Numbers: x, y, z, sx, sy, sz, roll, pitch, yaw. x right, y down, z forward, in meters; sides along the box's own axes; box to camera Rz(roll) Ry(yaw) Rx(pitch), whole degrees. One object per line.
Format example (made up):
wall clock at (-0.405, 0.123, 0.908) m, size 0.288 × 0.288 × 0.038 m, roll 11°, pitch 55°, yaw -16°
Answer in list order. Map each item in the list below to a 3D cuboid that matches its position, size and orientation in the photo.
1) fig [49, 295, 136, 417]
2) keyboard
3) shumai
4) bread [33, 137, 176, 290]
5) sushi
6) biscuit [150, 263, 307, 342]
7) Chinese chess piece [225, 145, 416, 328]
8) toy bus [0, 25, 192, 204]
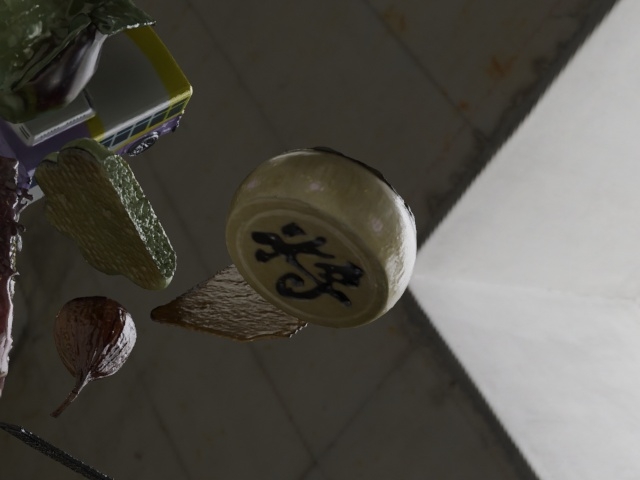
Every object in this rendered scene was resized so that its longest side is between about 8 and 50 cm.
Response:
fig at (-0.383, 0.190, 1.779) m, size 0.133 × 0.146 × 0.201 m, roll -12°, pitch -144°, yaw 19°
keyboard at (-0.442, 0.377, 1.886) m, size 0.087 × 0.250 × 0.017 m, roll -2°, pitch -124°, yaw 48°
shumai at (-0.422, -0.339, 1.474) m, size 0.395 × 0.395 × 0.348 m, roll -15°, pitch -83°, yaw 45°
bread at (-0.337, -0.043, 1.664) m, size 0.207 × 0.056 × 0.287 m, roll 9°, pitch -45°, yaw 33°
sushi at (-0.324, 0.043, 0.989) m, size 0.161 × 0.107 × 0.241 m, roll -131°, pitch -127°, yaw -64°
biscuit at (-0.098, 0.090, 1.616) m, size 0.236 × 0.232 × 0.013 m, roll 10°, pitch -65°, yaw 33°
Chinese chess piece at (0.000, 0.000, 1.432) m, size 0.257 × 0.257 × 0.104 m, roll -18°, pitch -150°, yaw 44°
toy bus at (-0.504, -0.256, 2.251) m, size 0.209 × 0.440 × 0.249 m, roll 56°, pitch -28°, yaw 5°
